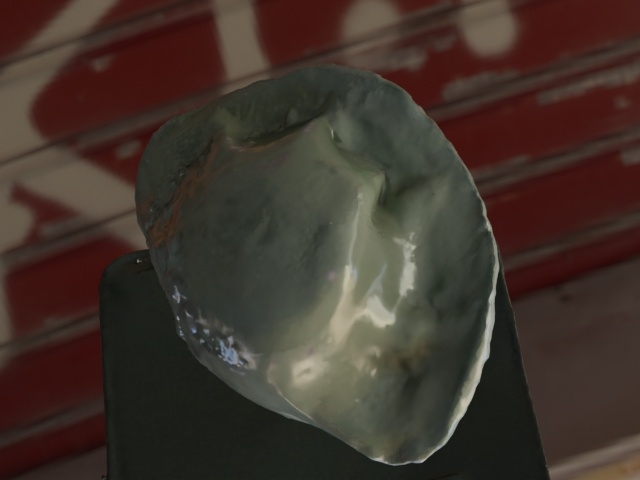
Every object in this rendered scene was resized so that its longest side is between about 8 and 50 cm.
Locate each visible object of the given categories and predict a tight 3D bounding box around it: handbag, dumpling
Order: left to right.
[{"bbox_3d":[-0.011,0.006,0.834,0.219,0.153,0.108,40,-151,25],"label":"dumpling"},{"bbox_3d":[0.002,0.109,1.038,0.247,0.079,0.260,-6,-131,-2],"label":"handbag"}]
